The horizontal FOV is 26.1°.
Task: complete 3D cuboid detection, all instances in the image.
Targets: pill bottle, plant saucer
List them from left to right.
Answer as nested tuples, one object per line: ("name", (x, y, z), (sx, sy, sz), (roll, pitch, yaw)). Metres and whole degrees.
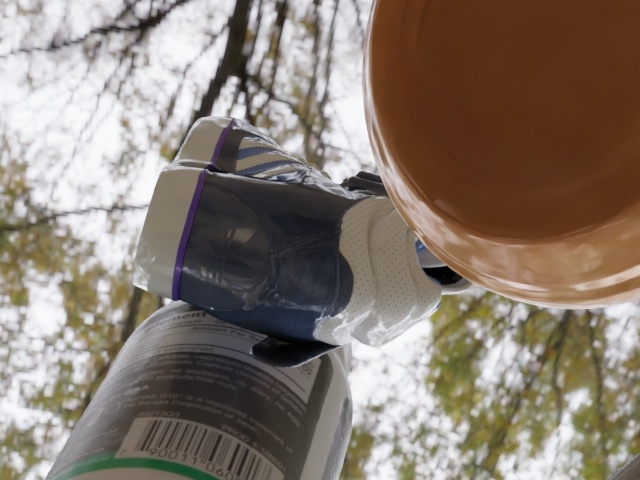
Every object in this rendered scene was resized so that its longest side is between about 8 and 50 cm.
("pill bottle", (-0.085, 0.166, 1.066), (0.204, 0.204, 0.361), (18, -153, 2))
("plant saucer", (0.090, -0.075, 0.513), (0.037, 0.200, 0.200), (8, -152, -50))

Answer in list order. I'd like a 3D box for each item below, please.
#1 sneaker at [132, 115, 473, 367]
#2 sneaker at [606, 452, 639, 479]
("sneaker", (0.000, 0.000, 1.040), (0.236, 0.130, 0.323), (14, -169, 0))
("sneaker", (0.103, 0.140, 0.344), (0.256, 0.151, 0.094), (-27, -153, -12))
